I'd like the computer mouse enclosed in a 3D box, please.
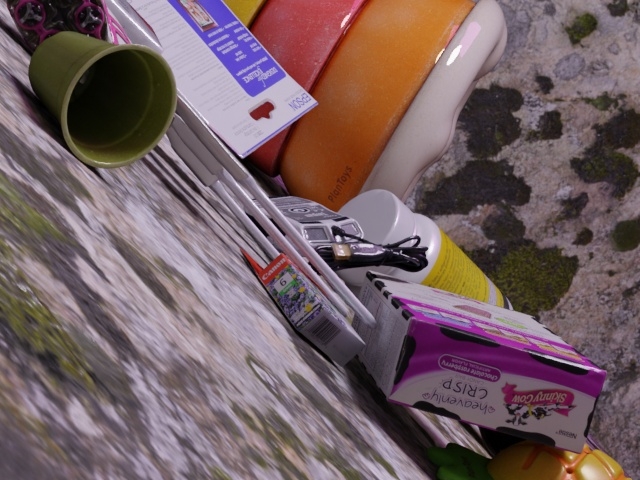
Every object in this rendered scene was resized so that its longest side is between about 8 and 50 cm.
[{"bbox_3d":[0.000,0.000,1.528,0.106,0.042,0.193,-7,17,-31],"label":"computer mouse"}]

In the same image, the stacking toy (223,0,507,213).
[{"bbox_3d":[-0.057,-0.232,2.045,0.480,0.350,0.350,32,4,3],"label":"stacking toy"}]

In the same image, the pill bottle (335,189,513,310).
[{"bbox_3d":[0.101,0.047,1.835,0.208,0.119,0.119,45,5,-34],"label":"pill bottle"}]

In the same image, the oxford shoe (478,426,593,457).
[{"bbox_3d":[0.220,0.226,1.791,0.227,0.083,0.096,50,29,-2],"label":"oxford shoe"}]

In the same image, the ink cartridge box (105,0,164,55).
[{"bbox_3d":[-0.207,-0.199,1.461,0.150,0.063,0.109,45,5,-19],"label":"ink cartridge box"}]

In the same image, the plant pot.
[{"bbox_3d":[-0.148,-0.099,1.129,0.079,0.083,0.083,33,-7,45],"label":"plant pot"}]

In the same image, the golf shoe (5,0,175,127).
[{"bbox_3d":[-0.183,-0.154,1.315,0.186,0.067,0.086,56,-6,-25],"label":"golf shoe"}]

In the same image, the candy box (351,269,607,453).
[{"bbox_3d":[0.117,0.093,1.406,0.159,0.071,0.233,16,6,-8],"label":"candy box"}]

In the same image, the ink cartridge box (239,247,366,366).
[{"bbox_3d":[-0.015,0.043,1.363,0.063,0.029,0.115,43,6,-44],"label":"ink cartridge box"}]

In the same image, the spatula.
[{"bbox_3d":[-0.049,-0.023,1.421,0.242,0.019,0.168,48,-13,-9],"label":"spatula"}]

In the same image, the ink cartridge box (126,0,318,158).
[{"bbox_3d":[-0.118,-0.171,1.709,0.208,0.045,0.206,47,28,1],"label":"ink cartridge box"}]

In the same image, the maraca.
[{"bbox_3d":[0.171,0.199,1.362,0.186,0.099,0.127,20,9,-12],"label":"maraca"}]
